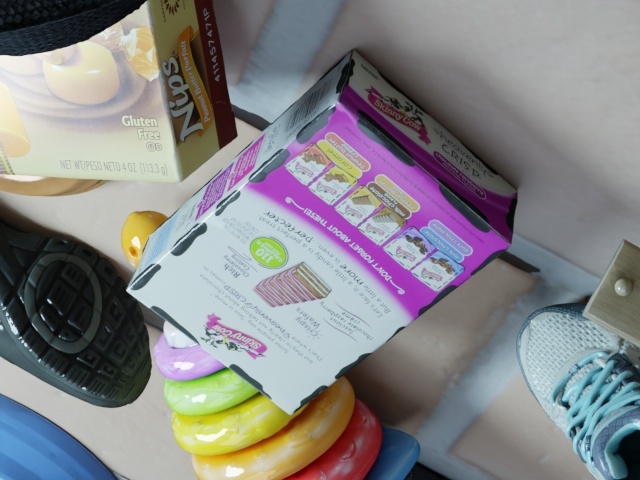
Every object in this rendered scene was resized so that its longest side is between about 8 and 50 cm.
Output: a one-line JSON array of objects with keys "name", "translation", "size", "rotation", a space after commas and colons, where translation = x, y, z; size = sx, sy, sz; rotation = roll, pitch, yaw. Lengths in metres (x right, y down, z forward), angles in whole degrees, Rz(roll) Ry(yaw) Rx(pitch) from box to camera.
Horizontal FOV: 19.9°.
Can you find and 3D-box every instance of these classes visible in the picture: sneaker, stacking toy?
[{"name": "sneaker", "translation": [-0.262, 0.042, 1.490], "size": [0.286, 0.109, 0.130], "rotation": [38, 147, -1]}, {"name": "stacking toy", "translation": [-0.070, 0.099, 1.418], "size": [0.175, 0.166, 0.302], "rotation": [-4, 122, 47]}, {"name": "sneaker", "translation": [0.216, 0.120, 1.205], "size": [0.122, 0.110, 0.283], "rotation": [23, -165, -45]}]

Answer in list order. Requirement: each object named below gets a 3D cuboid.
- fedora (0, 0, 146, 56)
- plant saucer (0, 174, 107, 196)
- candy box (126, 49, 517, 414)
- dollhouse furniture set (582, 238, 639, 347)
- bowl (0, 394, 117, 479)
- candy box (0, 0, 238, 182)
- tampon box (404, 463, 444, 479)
[{"name": "fedora", "translation": [-0.179, -0.196, 0.999], "size": [0.334, 0.334, 0.152], "rotation": [17, 150, 11]}, {"name": "plant saucer", "translation": [-0.236, -0.101, 1.349], "size": [0.200, 0.037, 0.200], "rotation": [15, 141, 13]}, {"name": "candy box", "translation": [0.000, 0.000, 1.266], "size": [0.159, 0.071, 0.233], "rotation": [39, 123, -17]}, {"name": "dollhouse furniture set", "translation": [0.264, 0.016, 1.126], "size": [0.123, 0.144, 0.151], "rotation": [29, 178, -4]}, {"name": "bowl", "translation": [-0.362, 0.274, 1.815], "size": [0.391, 0.077, 0.391], "rotation": [15, 141, 12]}, {"name": "candy box", "translation": [-0.224, -0.141, 1.214], "size": [0.316, 0.087, 0.183], "rotation": [4, 115, 26]}, {"name": "tampon box", "translation": [0.033, 0.270, 1.559], "size": [0.101, 0.120, 0.161], "rotation": [29, 141, -6]}]
